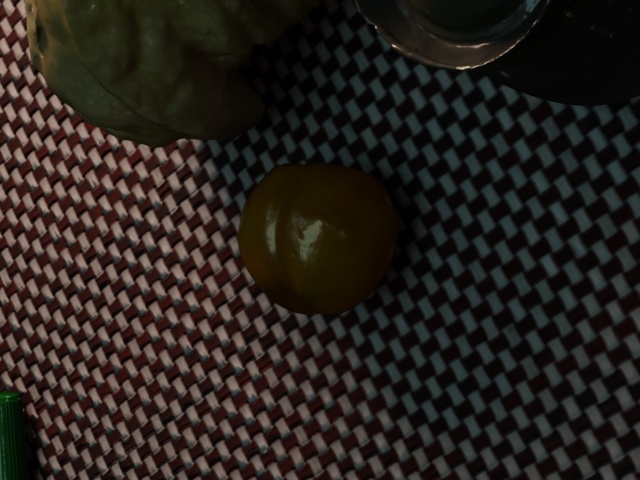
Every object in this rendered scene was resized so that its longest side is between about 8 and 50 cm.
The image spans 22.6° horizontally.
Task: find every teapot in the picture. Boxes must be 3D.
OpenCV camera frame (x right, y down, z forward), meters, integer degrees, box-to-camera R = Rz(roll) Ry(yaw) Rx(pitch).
[{"bbox_3d":[0.120,-0.233,1.175,0.305,0.285,0.223,42,116,26],"label":"teapot"}]

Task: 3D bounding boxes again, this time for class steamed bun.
[{"bbox_3d":[-0.115,-0.255,1.365,0.230,0.325,0.372,4,105,3],"label":"steamed bun"}]

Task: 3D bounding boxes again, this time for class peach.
[{"bbox_3d":[0.000,0.000,1.384,0.138,0.138,0.138,3,95,37],"label":"peach"}]

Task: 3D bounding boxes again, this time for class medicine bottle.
[{"bbox_3d":[-0.334,0.292,1.698,0.095,0.064,0.260,-1,92,37],"label":"medicine bottle"}]
